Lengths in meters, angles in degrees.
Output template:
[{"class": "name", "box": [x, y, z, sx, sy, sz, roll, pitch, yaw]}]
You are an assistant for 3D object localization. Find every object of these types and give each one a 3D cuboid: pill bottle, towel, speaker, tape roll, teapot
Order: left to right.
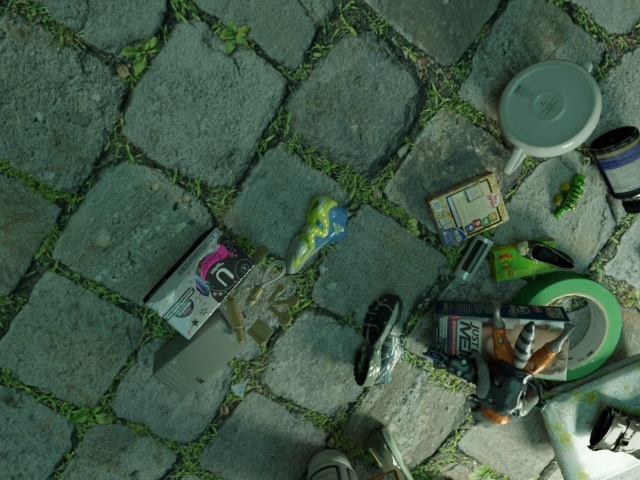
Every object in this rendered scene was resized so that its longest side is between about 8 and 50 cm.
[{"class": "pill bottle", "box": [0.042, 0.742, 1.430, 0.161, 0.283, 0.161, -1, 104, -5]}, {"class": "speaker", "box": [0.430, 0.050, 1.418, 0.055, 0.055, 0.136, 26, 100, -11]}, {"class": "teapot", "box": [0.578, -0.319, 1.285, 0.256, 0.187, 0.252, -11, 85, 24]}, {"class": "tape roll", "box": [0.712, 0.253, 1.482, 0.321, 0.077, 0.321, -1, 104, -4]}, {"class": "towel", "box": [0.867, 0.539, 1.515, 0.374, 0.090, 0.320, -23, 100, -1]}, {"class": "pill bottle", "box": [0.833, -0.187, 1.364, 0.123, 0.123, 0.219, -33, 105, 3]}]

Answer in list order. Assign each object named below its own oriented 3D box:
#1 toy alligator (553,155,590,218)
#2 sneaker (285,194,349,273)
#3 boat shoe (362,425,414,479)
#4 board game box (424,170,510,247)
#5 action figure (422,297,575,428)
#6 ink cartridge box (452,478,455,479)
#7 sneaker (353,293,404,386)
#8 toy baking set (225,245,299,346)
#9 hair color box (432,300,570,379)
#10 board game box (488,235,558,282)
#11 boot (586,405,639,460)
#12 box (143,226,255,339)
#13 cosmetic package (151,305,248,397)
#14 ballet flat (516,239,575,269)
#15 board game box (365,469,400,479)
[{"class": "toy alligator", "box": [0.708, -0.145, 1.398, 0.056, 0.051, 0.189, 23, 100, -11]}, {"class": "sneaker", "box": [0.000, 0.000, 1.350, 0.126, 0.091, 0.240, 19, 113, -22]}, {"class": "boat shoe", "box": [0.227, 0.715, 1.535, 0.091, 0.109, 0.305, -25, 98, 2]}, {"class": "board game box", "box": [0.404, -0.085, 1.388, 0.193, 0.045, 0.147, -23, 104, 1]}, {"class": "action figure", "box": [0.438, 0.322, 1.280, 0.341, 0.178, 0.330, 16, 101, 9]}, {"class": "ink cartridge box", "box": [0.350, 0.912, 1.537, 0.289, 0.211, 0.121, -34, 105, 3]}, {"class": "sneaker", "box": [0.187, 0.286, 1.443, 0.122, 0.110, 0.283, 10, 105, -26]}, {"class": "toy baking set", "box": [-0.162, 0.151, 1.341, 0.197, 0.030, 0.256, -27, 64, 5]}, {"class": "hair color box", "box": [0.491, 0.271, 1.397, 0.347, 0.105, 0.174, 1, 105, 14]}, {"class": "board game box", "box": [0.578, 0.053, 1.438, 0.181, 0.043, 0.092, -12, 104, -3]}, {"class": "boot", "box": [0.906, 0.518, 1.424, 0.229, 0.091, 0.263, 24, 99, -9]}, {"class": "box", "box": [-0.306, 0.106, 1.271, 0.142, 0.163, 0.247, 43, 74, -14]}, {"class": "cosmetic package", "box": [-0.327, 0.298, 1.374, 0.238, 0.107, 0.127, -40, 118, 8]}, {"class": "ballet flat", "box": [0.623, 0.038, 1.390, 0.173, 0.049, 0.057, 16, 100, -9]}, {"class": "board game box", "box": [0.100, 0.828, 1.125, 0.356, 0.356, 0.356, -21, 105, 0]}]
